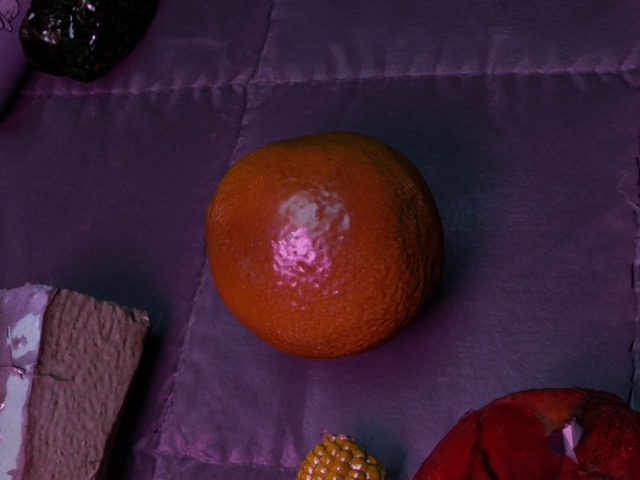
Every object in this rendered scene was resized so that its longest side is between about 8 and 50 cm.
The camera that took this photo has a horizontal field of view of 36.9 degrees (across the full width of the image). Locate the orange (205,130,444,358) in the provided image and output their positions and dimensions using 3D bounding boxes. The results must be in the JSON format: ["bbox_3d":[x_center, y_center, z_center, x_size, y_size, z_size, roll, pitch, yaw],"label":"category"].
[{"bbox_3d":[0.000,0.000,1.023,0.264,0.264,0.264,-9,60,15],"label":"orange"}]

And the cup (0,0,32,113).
[{"bbox_3d":[-0.501,-0.345,1.412,0.205,0.205,0.312,14,68,26],"label":"cup"}]

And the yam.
[{"bbox_3d":[-0.317,0.206,1.062,0.201,0.202,0.271,-22,56,33],"label":"yam"}]

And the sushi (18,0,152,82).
[{"bbox_3d":[-0.328,-0.331,1.392,0.127,0.124,0.225,14,62,25],"label":"sushi"}]

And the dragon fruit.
[{"bbox_3d":[0.199,0.269,0.792,0.295,0.302,0.296,0,76,1],"label":"dragon fruit"}]

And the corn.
[{"bbox_3d":[-0.011,0.344,0.924,0.101,0.102,0.313,12,69,25],"label":"corn"}]
